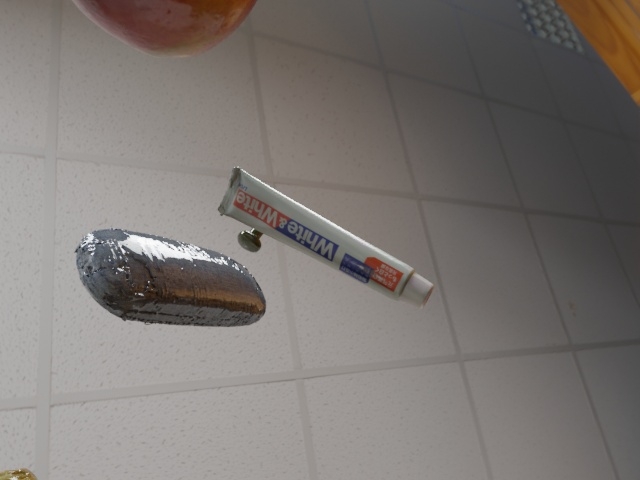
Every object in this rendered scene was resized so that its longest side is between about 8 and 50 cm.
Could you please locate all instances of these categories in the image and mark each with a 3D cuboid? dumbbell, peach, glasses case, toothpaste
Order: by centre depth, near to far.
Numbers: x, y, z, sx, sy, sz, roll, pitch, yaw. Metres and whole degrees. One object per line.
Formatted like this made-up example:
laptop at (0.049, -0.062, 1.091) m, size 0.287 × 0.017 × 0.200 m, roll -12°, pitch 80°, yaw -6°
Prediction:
toothpaste at (0.000, 0.000, 0.459) m, size 0.218 × 0.052 × 0.033 m, roll 28°, pitch -161°, yaw 16°
glasses case at (-0.166, 0.052, 0.617) m, size 0.109 × 0.067 × 0.282 m, roll 56°, pitch -164°, yaw 26°
peach at (-0.270, -0.523, 0.872) m, size 0.389 × 0.388 × 0.387 m, roll 14°, pitch -120°, yaw -25°
dumbbell at (-0.115, -0.030, 0.986) m, size 0.052 × 0.046 × 0.118 m, roll 26°, pitch -125°, yaw 12°

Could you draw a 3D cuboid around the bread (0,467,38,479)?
bread at (-0.186, 0.299, 0.354) m, size 0.288 × 0.152 × 0.119 m, roll 40°, pitch -135°, yaw 15°
